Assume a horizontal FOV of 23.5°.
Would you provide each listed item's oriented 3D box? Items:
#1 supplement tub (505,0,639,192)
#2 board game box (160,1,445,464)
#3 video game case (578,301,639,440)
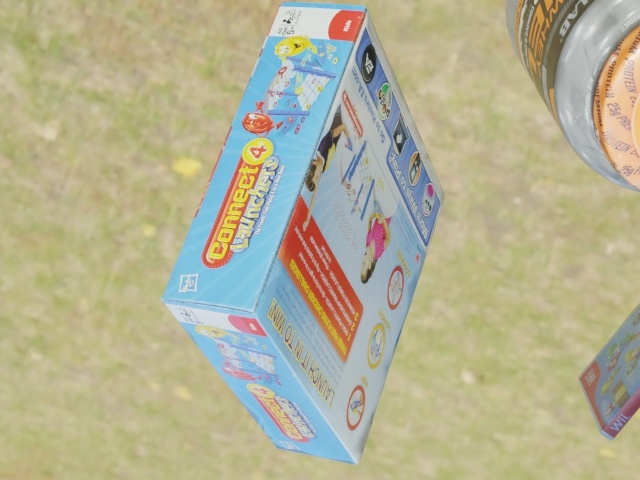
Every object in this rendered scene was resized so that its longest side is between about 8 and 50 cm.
[{"bbox_3d":[0.272,-0.160,1.279,0.194,0.193,0.316,23,-160,-14],"label":"supplement tub"},{"bbox_3d":[0.000,0.000,1.375,0.086,0.302,0.308,8,152,24],"label":"board game box"},{"bbox_3d":[0.463,0.124,2.108,0.025,0.285,0.204,34,-166,-9],"label":"video game case"}]
